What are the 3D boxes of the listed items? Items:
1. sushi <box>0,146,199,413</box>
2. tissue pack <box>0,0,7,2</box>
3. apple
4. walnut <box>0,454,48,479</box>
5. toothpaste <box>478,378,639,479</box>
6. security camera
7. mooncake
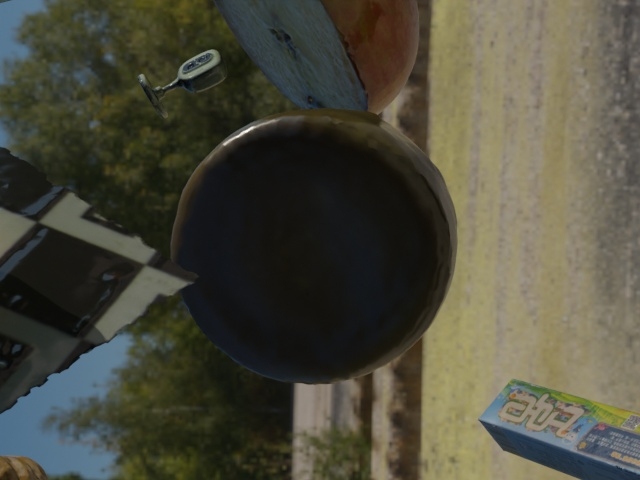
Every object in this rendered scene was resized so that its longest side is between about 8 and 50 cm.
[{"bbox_3d":[-0.278,-0.022,0.462,0.320,0.339,0.069,-36,-31,-45],"label":"sushi"},{"bbox_3d":[-0.358,-0.276,1.110,0.085,0.138,0.028,48,140,17],"label":"tissue pack"},{"bbox_3d":[0.013,-0.278,1.225,0.293,0.163,0.251,36,161,47],"label":"apple"},{"bbox_3d":[-0.450,0.391,1.403,0.213,0.213,0.213,-178,90,-86],"label":"walnut"},{"bbox_3d":[0.207,0.143,0.793,0.044,0.070,0.193,51,161,-21],"label":"toothpaste"},{"bbox_3d":[-0.147,-0.178,1.150,0.058,0.092,0.058,59,-178,-3],"label":"security camera"},{"bbox_3d":[0.000,0.000,1.094,0.155,0.284,0.284,-45,-42,-78],"label":"mooncake"}]
